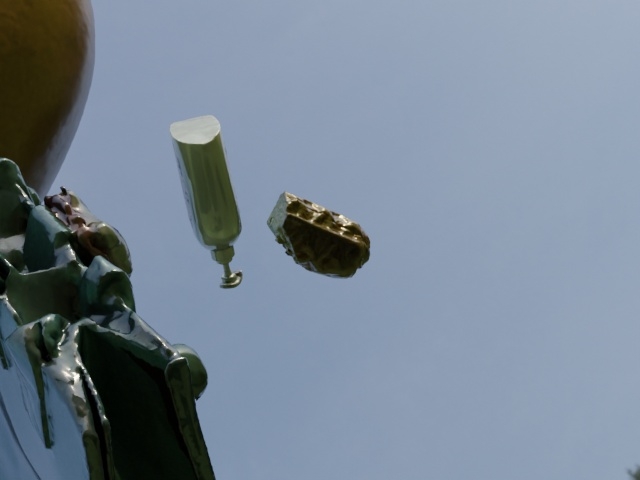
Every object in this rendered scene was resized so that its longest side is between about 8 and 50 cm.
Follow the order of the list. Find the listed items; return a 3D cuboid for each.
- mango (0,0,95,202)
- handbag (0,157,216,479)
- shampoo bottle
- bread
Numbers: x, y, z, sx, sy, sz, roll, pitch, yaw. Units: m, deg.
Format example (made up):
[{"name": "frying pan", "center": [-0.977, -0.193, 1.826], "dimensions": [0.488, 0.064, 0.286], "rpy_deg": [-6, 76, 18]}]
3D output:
[{"name": "mango", "center": [-0.352, -0.116, 0.801], "dimensions": [0.300, 0.232, 0.446], "rpy_deg": [29, -110, -10]}, {"name": "handbag", "center": [-0.148, 0.095, 0.608], "dimensions": [0.100, 0.268, 0.274], "rpy_deg": [-24, -45, -29]}, {"name": "shampoo bottle", "center": [-0.092, -0.025, 0.855], "dimensions": [0.045, 0.077, 0.152], "rpy_deg": [-13, -67, -10]}, {"name": "bread", "center": [0.000, 0.000, 1.033], "dimensions": [0.110, 0.060, 0.066], "rpy_deg": [24, -117, -18]}]
